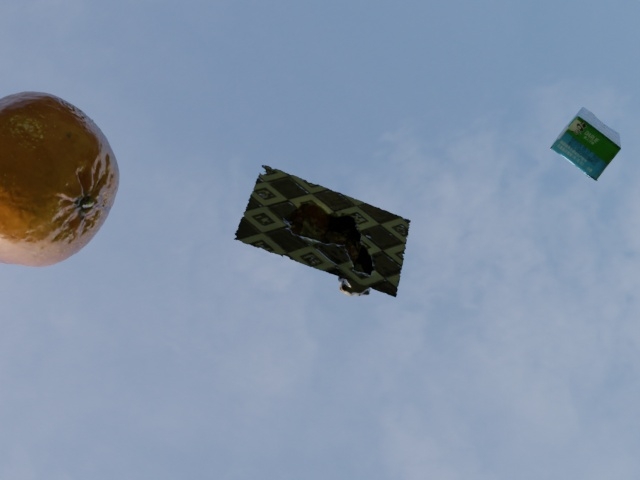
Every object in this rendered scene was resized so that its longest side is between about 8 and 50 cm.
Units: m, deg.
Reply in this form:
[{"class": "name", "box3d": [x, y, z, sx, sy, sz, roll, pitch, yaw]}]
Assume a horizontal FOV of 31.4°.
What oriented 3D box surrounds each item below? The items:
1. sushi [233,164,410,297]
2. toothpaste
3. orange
[{"class": "sushi", "box3d": [0.000, 0.000, 0.852, 0.126, 0.120, 0.026, 21, -59, -2]}, {"class": "toothpaste", "box3d": [0.323, -0.119, 1.373, 0.065, 0.266, 0.050, 40, -74, 6]}, {"class": "orange", "box3d": [-0.298, -0.060, 1.186, 0.161, 0.193, 0.193, 31, -109, 19]}]
